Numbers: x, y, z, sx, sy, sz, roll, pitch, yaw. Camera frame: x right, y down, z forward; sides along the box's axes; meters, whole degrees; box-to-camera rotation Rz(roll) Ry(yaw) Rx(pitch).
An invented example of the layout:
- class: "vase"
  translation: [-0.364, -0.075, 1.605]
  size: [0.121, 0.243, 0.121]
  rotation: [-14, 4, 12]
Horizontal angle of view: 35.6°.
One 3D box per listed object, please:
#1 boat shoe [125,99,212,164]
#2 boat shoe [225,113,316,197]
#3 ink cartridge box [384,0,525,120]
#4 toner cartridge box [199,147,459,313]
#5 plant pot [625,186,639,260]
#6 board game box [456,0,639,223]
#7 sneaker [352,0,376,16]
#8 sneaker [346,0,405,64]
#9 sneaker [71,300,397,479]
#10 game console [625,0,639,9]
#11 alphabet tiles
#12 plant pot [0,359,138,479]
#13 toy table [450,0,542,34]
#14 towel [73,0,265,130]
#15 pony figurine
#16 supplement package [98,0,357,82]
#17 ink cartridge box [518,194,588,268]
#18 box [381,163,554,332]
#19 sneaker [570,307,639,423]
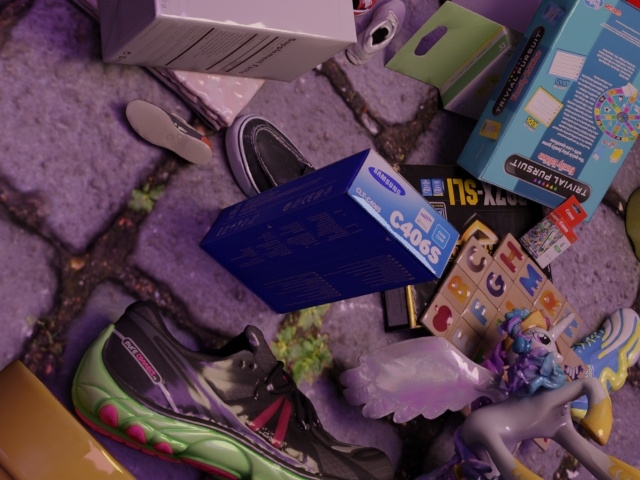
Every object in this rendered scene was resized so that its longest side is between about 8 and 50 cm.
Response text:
- class: "boat shoe"
  translation: [-0.207, -0.152, 1.369]
  size: [0.137, 0.049, 0.043]
  rotation: [31, 22, -24]
- class: "boat shoe"
  translation: [-0.020, -0.056, 1.440]
  size: [0.113, 0.105, 0.306]
  rotation: [-36, 102, -34]
- class: "ink cartridge box"
  translation: [0.250, -0.284, 1.632]
  size: [0.235, 0.171, 0.056]
  rotation: [12, 52, -33]
- class: "toner cartridge box"
  translation: [0.000, 0.000, 1.293]
  size: [0.165, 0.348, 0.075]
  rotation: [41, 59, -22]
- class: "plant pot"
  translation: [0.728, -0.043, 1.869]
  size: [0.276, 0.254, 0.276]
  rotation: [8, 77, -35]
- class: "board game box"
  translation: [0.403, -0.221, 1.585]
  size: [0.254, 0.079, 0.336]
  rotation: [18, 107, -31]
- class: "sneaker"
  translation: [0.064, -0.382, 1.587]
  size: [0.118, 0.067, 0.042]
  rotation: [-36, 102, -34]
- class: "sneaker"
  translation: [0.104, -0.341, 1.612]
  size: [0.053, 0.061, 0.152]
  rotation: [46, 57, -17]
- class: "sneaker"
  translation: [-0.077, 0.223, 1.299]
  size: [0.483, 0.185, 0.202]
  rotation: [30, 68, -28]
- class: "game console"
  translation: [0.642, -0.433, 1.888]
  size: [0.342, 0.060, 0.386]
  rotation: [43, 31, -27]
- class: "alphabet tiles"
  translation: [0.301, 0.169, 1.591]
  size: [0.342, 0.011, 0.285]
  rotation: [46, 64, -23]
- class: "plant pot"
  translation: [-0.331, 0.300, 1.081]
  size: [0.239, 0.254, 0.254]
  rotation: [-45, 107, -16]
- class: "toy table"
  translation: [0.380, -0.391, 1.720]
  size: [0.274, 0.252, 0.161]
  rotation: [33, 47, 11]
- class: "towel"
  translation: [-0.177, -0.371, 1.426]
  size: [0.332, 0.053, 0.317]
  rotation: [42, 61, -20]
- class: "pony figurine"
  translation: [0.244, 0.260, 1.379]
  size: [0.351, 0.363, 0.303]
  rotation: [-29, 120, 7]
- class: "supplement package"
  translation: [-0.124, -0.329, 1.315]
  size: [0.293, 0.175, 0.177]
  rotation: [-1, 80, -34]
- class: "ink cartridge box"
  translation: [0.385, -0.014, 1.622]
  size: [0.115, 0.029, 0.063]
  rotation: [-41, 127, 7]
- class: "box"
  translation: [0.235, 0.009, 1.624]
  size: [0.322, 0.079, 0.257]
  rotation: [-1, 79, -35]
- class: "sneaker"
  translation: [0.482, 0.200, 1.749]
  size: [0.126, 0.091, 0.240]
  rotation: [38, 62, -22]
